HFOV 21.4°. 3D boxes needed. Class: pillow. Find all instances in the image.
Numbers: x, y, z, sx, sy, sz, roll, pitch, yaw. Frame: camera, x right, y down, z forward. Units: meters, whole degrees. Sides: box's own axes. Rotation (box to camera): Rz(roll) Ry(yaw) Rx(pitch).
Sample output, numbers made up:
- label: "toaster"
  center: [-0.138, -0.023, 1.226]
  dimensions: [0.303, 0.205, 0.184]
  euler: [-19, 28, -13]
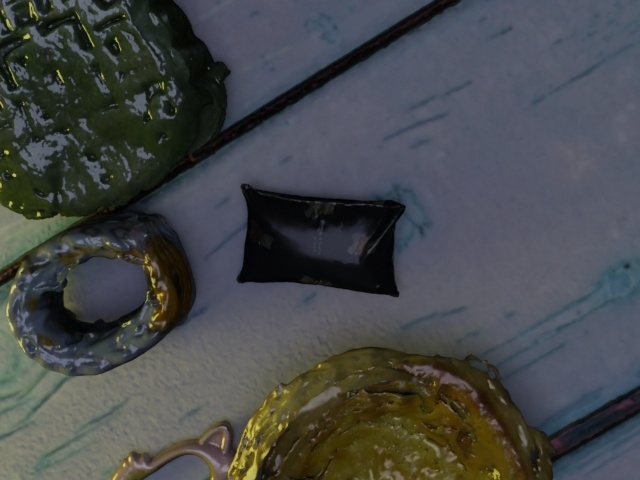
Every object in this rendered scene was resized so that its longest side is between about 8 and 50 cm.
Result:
- label: "pillow"
  center: [0.000, 0.000, 1.503]
  dimensions: [0.150, 0.048, 0.090]
  euler: [5, 92, 8]

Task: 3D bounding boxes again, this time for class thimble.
- label: "thimble"
  center: [-0.191, 0.044, 1.489]
  dimensions: [0.151, 0.118, 0.127]
  euler: [-17, 98, 8]

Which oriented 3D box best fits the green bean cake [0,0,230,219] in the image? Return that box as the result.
- label: "green bean cake"
  center: [-0.206, -0.144, 1.460]
  dimensions: [0.222, 0.125, 0.227]
  euler: [-25, 102, 9]

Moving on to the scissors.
- label: "scissors"
  center: [-0.176, 0.300, 1.579]
  dimensions: [0.317, 0.024, 0.160]
  euler: [-40, 95, 10]

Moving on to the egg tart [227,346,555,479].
- label: "egg tart"
  center: [0.066, 0.209, 1.508]
  dimensions: [0.290, 0.107, 0.291]
  euler: [1, 103, 3]
